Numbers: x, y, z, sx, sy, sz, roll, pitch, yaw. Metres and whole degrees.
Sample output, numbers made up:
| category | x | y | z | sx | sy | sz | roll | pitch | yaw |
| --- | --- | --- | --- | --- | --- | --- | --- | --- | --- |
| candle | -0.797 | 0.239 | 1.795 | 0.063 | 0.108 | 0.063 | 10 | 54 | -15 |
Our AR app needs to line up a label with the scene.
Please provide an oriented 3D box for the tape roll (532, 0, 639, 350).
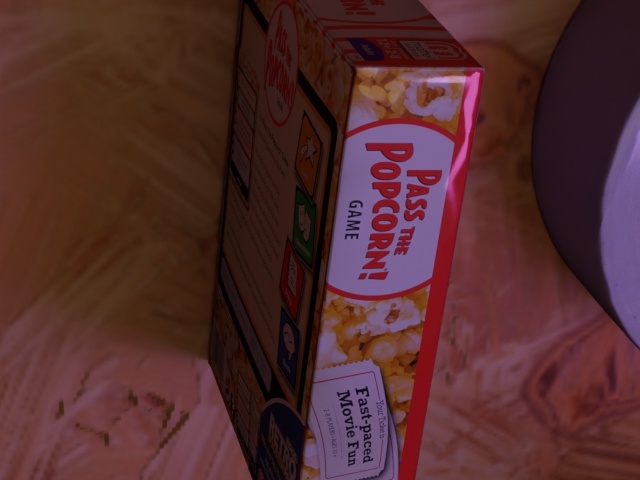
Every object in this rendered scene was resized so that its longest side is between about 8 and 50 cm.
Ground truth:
| category | x | y | z | sx | sy | sz | roll | pitch | yaw |
| --- | --- | --- | --- | --- | --- | --- | --- | --- | --- |
| tape roll | 0.203 | -0.041 | 0.661 | 0.219 | 0.072 | 0.219 | -8 | 121 | -13 |

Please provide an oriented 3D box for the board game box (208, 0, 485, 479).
| category | x | y | z | sx | sy | sz | roll | pitch | yaw |
| --- | --- | --- | --- | --- | --- | --- | --- | --- | --- |
| board game box | 0.000 | 0.000 | 0.575 | 0.045 | 0.147 | 0.193 | -2 | 119 | -16 |
